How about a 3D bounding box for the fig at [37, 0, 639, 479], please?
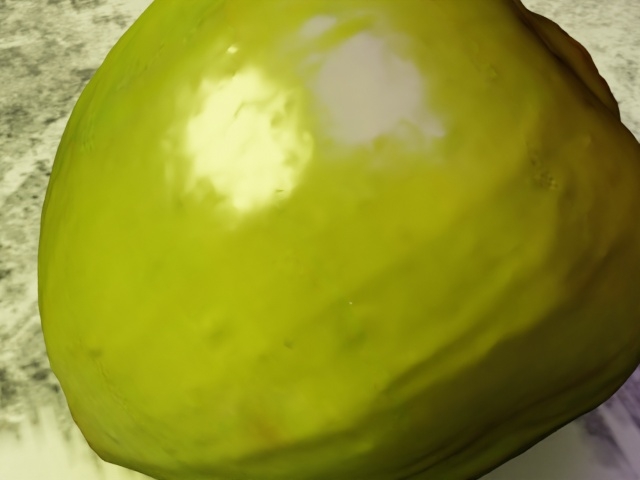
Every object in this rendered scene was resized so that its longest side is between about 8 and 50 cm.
[{"bbox_3d":[0.002,-0.002,0.727,0.343,0.343,0.343,-3,40,2],"label":"fig"}]
